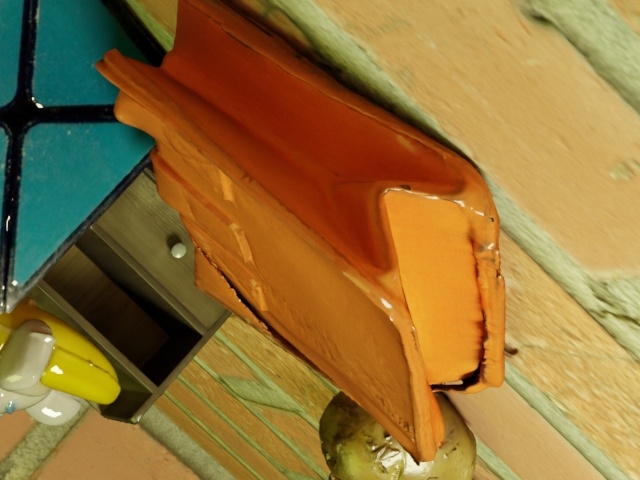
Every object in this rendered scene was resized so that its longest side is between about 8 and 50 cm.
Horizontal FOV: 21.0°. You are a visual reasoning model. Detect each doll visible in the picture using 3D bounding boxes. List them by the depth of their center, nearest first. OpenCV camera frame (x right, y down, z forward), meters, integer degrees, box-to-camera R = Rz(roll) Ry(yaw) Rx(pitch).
[{"bbox_3d":[-0.291,0.103,1.536,0.237,0.111,0.252,19,162,-21],"label":"doll"}]

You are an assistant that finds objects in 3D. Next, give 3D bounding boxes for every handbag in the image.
[{"bbox_3d":[0.000,0.000,1.316,0.303,0.116,0.410,39,166,20],"label":"handbag"}]

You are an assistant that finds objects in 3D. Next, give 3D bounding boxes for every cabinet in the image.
[{"bbox_3d":[-0.191,0.044,1.735,0.175,0.215,0.148,45,164,-13],"label":"cabinet"}]

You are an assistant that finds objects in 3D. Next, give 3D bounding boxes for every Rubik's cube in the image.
[{"bbox_3d":[-0.305,-0.128,1.411,0.255,0.259,0.260,21,158,50],"label":"Rubik's cube"}]

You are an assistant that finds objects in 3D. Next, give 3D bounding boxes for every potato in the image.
[{"bbox_3d":[0.080,0.193,1.674,0.137,0.137,0.176,29,-177,40],"label":"potato"}]

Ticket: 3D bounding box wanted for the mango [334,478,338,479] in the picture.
[{"bbox_3d":[0.125,0.312,1.928,0.295,0.120,0.177,20,148,50],"label":"mango"}]
